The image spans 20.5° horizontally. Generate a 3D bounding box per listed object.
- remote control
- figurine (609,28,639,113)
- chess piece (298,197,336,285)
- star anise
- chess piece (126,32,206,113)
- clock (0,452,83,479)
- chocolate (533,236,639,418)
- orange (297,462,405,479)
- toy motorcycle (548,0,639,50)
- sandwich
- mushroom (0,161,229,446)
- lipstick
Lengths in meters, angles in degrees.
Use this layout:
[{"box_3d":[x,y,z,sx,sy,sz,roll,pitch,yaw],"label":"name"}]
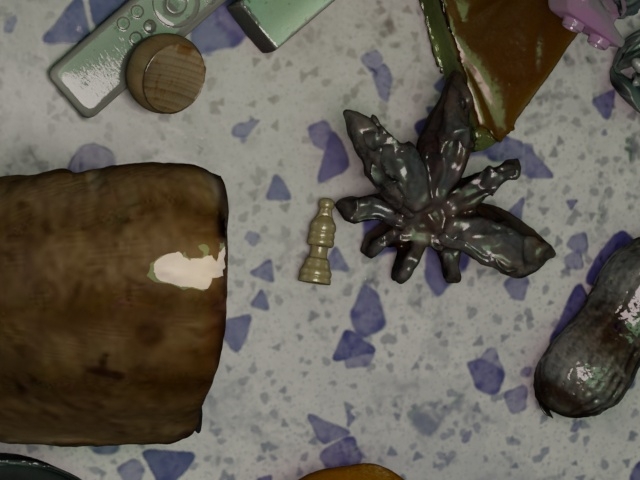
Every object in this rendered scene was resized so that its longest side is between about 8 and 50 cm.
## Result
[{"box_3d":[-0.164,-0.232,1.826,0.261,0.029,0.067,-43,105,-11],"label":"remote control"},{"box_3d":[0.364,-0.193,1.964,0.086,0.094,0.082,-45,65,18],"label":"figurine"},{"box_3d":[0.000,0.000,1.887,0.035,0.035,0.092,10,86,-17],"label":"chess piece"},{"box_3d":[0.120,-0.048,1.870,0.198,0.110,0.257,-25,115,-1],"label":"star anise"},{"box_3d":[-0.158,-0.170,1.812,0.084,0.038,0.083,-15,119,-28],"label":"chess piece"},{"box_3d":[-0.324,0.346,1.763,0.281,0.055,0.280,-4,100,-27],"label":"clock"},{"box_3d":[0.328,0.094,1.954,0.110,0.110,0.248,39,79,-15],"label":"chocolate"},{"box_3d":[0.029,0.361,1.832,0.249,0.183,0.249,-1,92,-19],"label":"orange"},{"box_3d":[0.206,-0.298,1.828,0.327,0.143,0.188,31,86,-29],"label":"toy motorcycle"},{"box_3d":[0.224,-0.241,1.928,0.212,0.063,0.245,-19,98,-16],"label":"sandwich"},{"box_3d":[-0.291,0.061,1.663,0.397,0.313,0.224,1,72,-11],"label":"mushroom"},{"box_3d":[0.043,-0.323,1.867,0.317,0.066,0.068,-42,103,-11],"label":"lipstick"}]
